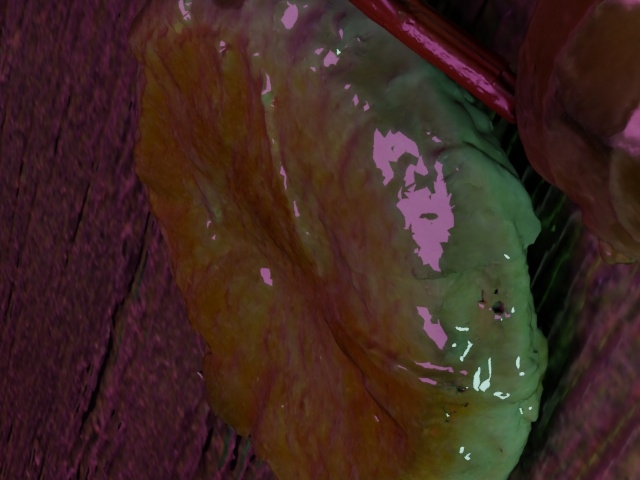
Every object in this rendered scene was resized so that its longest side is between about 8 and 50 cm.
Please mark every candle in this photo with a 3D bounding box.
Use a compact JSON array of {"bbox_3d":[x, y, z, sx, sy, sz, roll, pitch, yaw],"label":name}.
[{"bbox_3d":[0.050,-0.077,0.702,0.167,0.021,0.026,40,162,11],"label":"candle"}]

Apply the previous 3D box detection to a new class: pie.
[{"bbox_3d":[0.000,0.000,0.827,0.306,0.071,0.306,36,135,48],"label":"pie"}]

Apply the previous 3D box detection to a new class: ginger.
[{"bbox_3d":[0.143,-0.032,0.586,0.334,0.081,0.148,56,128,27],"label":"ginger"}]
